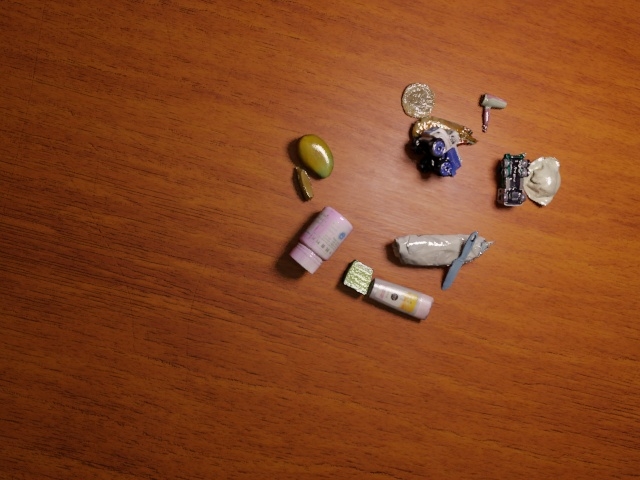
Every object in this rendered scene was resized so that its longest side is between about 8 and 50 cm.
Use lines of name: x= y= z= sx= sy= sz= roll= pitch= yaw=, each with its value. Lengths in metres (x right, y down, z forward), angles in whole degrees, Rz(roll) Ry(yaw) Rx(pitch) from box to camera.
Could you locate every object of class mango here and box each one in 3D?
mango: x=-0.019 y=-0.342 z=1.882 sx=0.130 sy=0.092 sz=0.195 roll=-28 pitch=97 yaw=-6

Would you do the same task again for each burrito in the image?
burrito: x=0.517 y=0.039 z=1.927 sx=0.444 sy=0.101 sz=0.139 roll=-2 pitch=112 yaw=-7

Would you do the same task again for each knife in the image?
knife: x=0.569 y=0.089 z=1.897 sx=0.044 sy=0.019 sz=0.313 roll=14 pitch=122 yaw=-5

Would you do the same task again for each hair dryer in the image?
hair dryer: x=0.723 y=-0.540 z=1.978 sx=0.106 sy=0.054 sz=0.154 roll=15 pitch=99 yaw=-10

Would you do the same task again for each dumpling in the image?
dumpling: x=0.940 y=-0.255 z=1.972 sx=0.154 sy=0.111 sz=0.181 roll=18 pitch=81 yaw=26

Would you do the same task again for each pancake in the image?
pancake: x=0.413 y=-0.590 z=1.952 sx=0.151 sy=0.025 sz=0.152 roll=0 pitch=91 yaw=-6

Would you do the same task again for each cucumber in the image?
cucumber: x=0.157 y=0.153 z=1.917 sx=0.115 sy=0.062 sz=0.117 roll=28 pitch=81 yaw=-7

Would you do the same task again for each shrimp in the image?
shrimp: x=0.528 y=-0.436 z=1.952 sx=0.294 sy=0.062 sz=0.154 roll=8 pitch=102 yaw=-3

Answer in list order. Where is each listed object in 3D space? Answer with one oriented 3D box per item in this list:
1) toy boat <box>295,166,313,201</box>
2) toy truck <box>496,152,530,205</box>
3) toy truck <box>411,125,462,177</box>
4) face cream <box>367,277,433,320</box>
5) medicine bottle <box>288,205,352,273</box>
toy boat: x=-0.070 y=-0.233 z=1.900 sx=0.047 sy=0.049 sz=0.149 roll=-18 pitch=90 yaw=-35
toy truck: x=0.802 y=-0.257 z=1.950 sx=0.110 sy=0.116 sz=0.216 roll=-1 pitch=98 yaw=-4
toy truck: x=0.494 y=-0.365 z=1.881 sx=0.176 sy=0.161 sz=0.213 roll=-34 pitch=116 yaw=-8
face cream: x=0.333 y=0.241 z=1.930 sx=0.269 sy=0.073 sz=0.108 roll=21 pitch=96 yaw=-6
medicine bottle: x=0.000 y=0.000 z=1.857 sx=0.152 sy=0.152 sz=0.255 roll=39 pitch=86 yaw=-4
